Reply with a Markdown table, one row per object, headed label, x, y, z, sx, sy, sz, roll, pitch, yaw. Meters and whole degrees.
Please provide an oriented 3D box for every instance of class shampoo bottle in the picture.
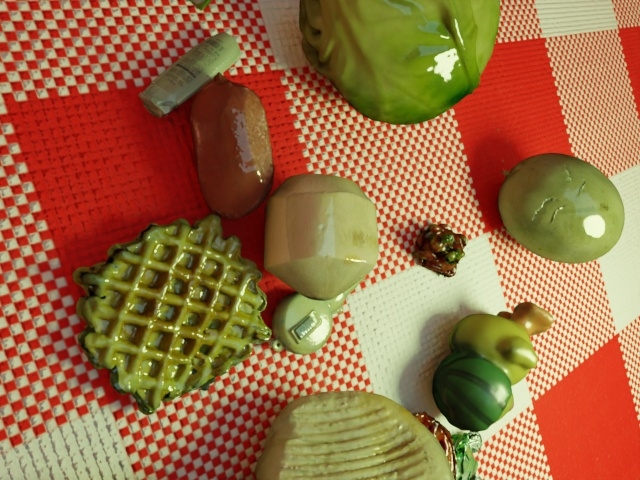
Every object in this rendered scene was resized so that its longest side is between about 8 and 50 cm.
| label | x | y | z | sx | sy | sz | roll | pitch | yaw |
| --- | --- | --- | --- | --- | --- | --- | --- | --- | --- |
| shampoo bottle | -0.233 | -0.305 | 0.891 | 0.072 | 0.049 | 0.212 | 39 | 65 | 4 |

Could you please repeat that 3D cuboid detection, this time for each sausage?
| label | x | y | z | sx | sy | sz | roll | pitch | yaw |
| --- | --- | --- | --- | --- | --- | --- | --- | --- | --- |
| sausage | -0.155 | -0.168 | 0.878 | 0.148 | 0.148 | 0.255 | -18 | 98 | -32 |

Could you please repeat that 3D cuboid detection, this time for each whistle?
| label | x | y | z | sx | sy | sz | roll | pitch | yaw |
| --- | --- | --- | --- | --- | --- | --- | --- | --- | --- |
| whistle | 0.000 | 0.136 | 0.989 | 0.258 | 0.067 | 0.126 | -39 | 107 | -31 |

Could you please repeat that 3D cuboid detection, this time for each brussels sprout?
| label | x | y | z | sx | sy | sz | roll | pitch | yaw |
| --- | --- | --- | --- | --- | --- | --- | --- | --- | --- |
| brussels sprout | 0.185 | -0.429 | 0.995 | 0.425 | 0.342 | 0.361 | -36 | 103 | -29 |

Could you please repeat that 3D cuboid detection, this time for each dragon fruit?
| label | x | y | z | sx | sy | sz | roll | pitch | yaw |
| --- | --- | --- | --- | --- | --- | --- | --- | --- | --- |
| dragon fruit | 0.291 | 0.027 | 1.167 | 0.142 | 0.175 | 0.139 | -22 | 87 | -1 |

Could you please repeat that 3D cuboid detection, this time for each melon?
| label | x | y | z | sx | sy | sz | roll | pitch | yaw |
| --- | --- | --- | --- | --- | --- | --- | --- | --- | --- |
| melon | 0.619 | -0.088 | 1.285 | 0.330 | 0.268 | 0.269 | 32 | 68 | -2 |

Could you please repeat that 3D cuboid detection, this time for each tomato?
| label | x | y | z | sx | sy | sz | roll | pitch | yaw |
| --- | --- | --- | --- | --- | --- | --- | --- | --- | --- |
| tomato | 0.204 | 0.494 | 1.065 | 0.227 | 0.101 | 0.228 | 16 | 64 | -37 |

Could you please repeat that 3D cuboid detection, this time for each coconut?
| label | x | y | z | sx | sy | sz | roll | pitch | yaw |
| --- | --- | --- | --- | --- | --- | --- | --- | --- | --- |
| coconut | -0.002 | 0.000 | 0.910 | 0.241 | 0.241 | 0.241 | 4 | 83 | -32 |

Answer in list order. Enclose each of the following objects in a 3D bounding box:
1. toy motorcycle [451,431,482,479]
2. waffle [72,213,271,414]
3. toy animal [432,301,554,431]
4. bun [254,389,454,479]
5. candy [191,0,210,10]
| label | x | y | z | sx | sy | sz | roll | pitch | yaw |
| --- | --- | --- | --- | --- | --- | --- | --- | --- | --- |
| toy motorcycle | 0.325 | 0.534 | 1.153 | 0.106 | 0.074 | 0.190 | 32 | 68 | -18 |
| waffle | -0.243 | 0.115 | 0.835 | 0.317 | 0.073 | 0.298 | -29 | 102 | -29 |
| toy animal | 0.382 | 0.280 | 1.148 | 0.191 | 0.216 | 0.338 | 39 | 67 | 7 |
| bun | 0.054 | 0.455 | 0.859 | 0.364 | 0.219 | 0.365 | 4 | 48 | -5 |
| candy | -0.200 | -0.545 | 0.931 | 0.097 | 0.062 | 0.195 | 42 | 65 | -23 |
